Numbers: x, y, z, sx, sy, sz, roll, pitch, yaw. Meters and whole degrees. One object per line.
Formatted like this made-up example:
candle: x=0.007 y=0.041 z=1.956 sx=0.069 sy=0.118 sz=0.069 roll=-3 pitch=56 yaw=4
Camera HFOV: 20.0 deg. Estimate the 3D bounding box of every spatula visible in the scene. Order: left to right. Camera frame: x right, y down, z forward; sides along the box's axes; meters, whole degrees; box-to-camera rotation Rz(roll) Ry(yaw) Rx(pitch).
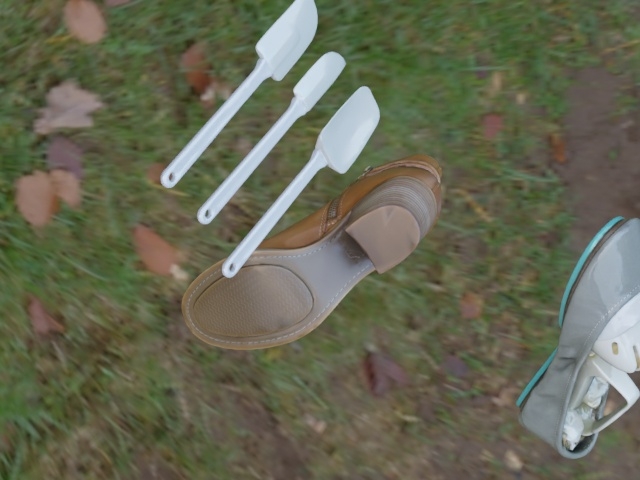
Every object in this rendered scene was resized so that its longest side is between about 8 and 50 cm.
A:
spatula: x=-0.041 y=-0.090 z=1.664 sx=0.242 sy=0.019 sz=0.168 roll=-53 pitch=133 yaw=-26

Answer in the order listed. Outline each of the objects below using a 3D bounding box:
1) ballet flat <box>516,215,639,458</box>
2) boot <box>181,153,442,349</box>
ballet flat: x=0.182 y=0.067 z=1.155 sx=0.068 sy=0.213 sz=0.072 roll=42 pitch=56 yaw=20
boot: x=0.000 y=0.000 z=1.888 sx=0.283 sy=0.220 sz=0.109 roll=-33 pitch=100 yaw=18
